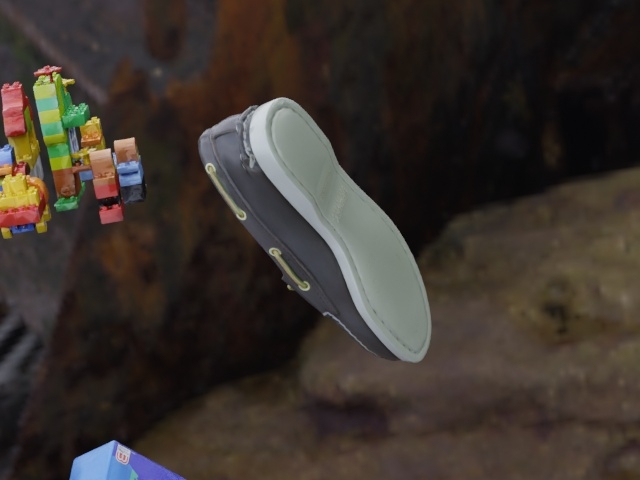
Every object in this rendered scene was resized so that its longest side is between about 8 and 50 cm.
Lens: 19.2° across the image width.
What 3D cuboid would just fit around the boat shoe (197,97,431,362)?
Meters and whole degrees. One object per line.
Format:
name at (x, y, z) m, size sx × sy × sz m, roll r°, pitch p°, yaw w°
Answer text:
boat shoe at (0.000, 0.000, 1.314) m, size 0.068 × 0.228 × 0.081 m, roll -15°, pitch 33°, yaw 33°

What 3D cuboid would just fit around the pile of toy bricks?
pile of toy bricks at (-0.195, -0.080, 1.408) m, size 0.118 × 0.105 × 0.212 m, roll -10°, pitch 16°, yaw -1°

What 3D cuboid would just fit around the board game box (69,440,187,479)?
board game box at (-0.097, 0.250, 1.153) m, size 0.047 × 0.160 × 0.210 m, roll -28°, pitch 41°, yaw 40°
